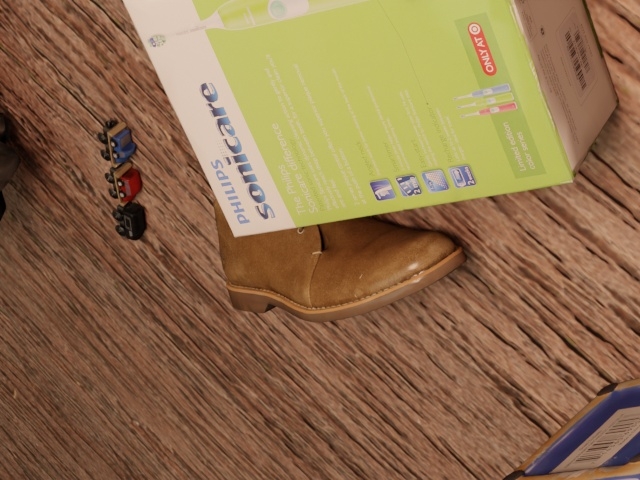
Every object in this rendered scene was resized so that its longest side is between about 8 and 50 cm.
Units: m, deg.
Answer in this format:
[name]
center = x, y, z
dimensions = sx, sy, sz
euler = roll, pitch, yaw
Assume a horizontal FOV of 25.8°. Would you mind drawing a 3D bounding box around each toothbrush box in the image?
[toothbrush box]
center = 0.034, -0.134, 0.976
dimensions = 0.283, 0.122, 0.206
euler = -10, 116, 33

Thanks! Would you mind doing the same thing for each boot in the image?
[boot]
center = 0.000, 0.000, 1.231
dimensions = 0.305, 0.112, 0.115
euler = -1, 111, 52

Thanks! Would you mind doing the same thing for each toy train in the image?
[toy train]
center = -0.206, -0.061, 1.469
dimensions = 0.036, 0.027, 0.158
euler = 25, 139, 27

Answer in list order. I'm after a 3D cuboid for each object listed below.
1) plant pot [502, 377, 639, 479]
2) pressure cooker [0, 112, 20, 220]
[plant pot]
center = 0.269, 0.222, 1.021
dimensions = 0.236, 0.236, 0.212
euler = -22, 99, 56
[pressure cooker]
center = -0.538, -0.138, 1.485
dimensions = 0.370, 0.375, 0.420
euler = 45, 152, 45
